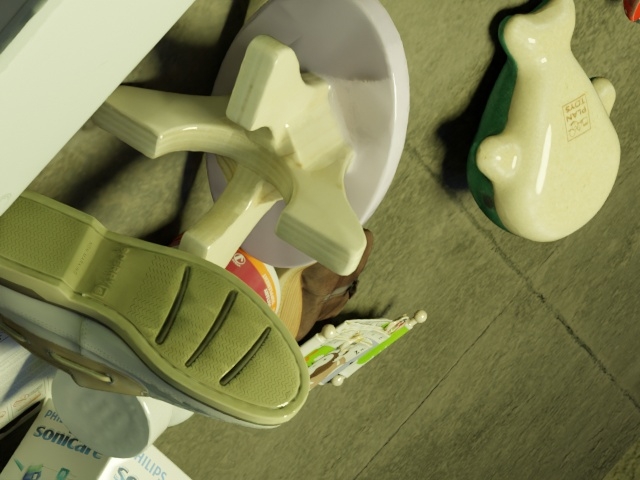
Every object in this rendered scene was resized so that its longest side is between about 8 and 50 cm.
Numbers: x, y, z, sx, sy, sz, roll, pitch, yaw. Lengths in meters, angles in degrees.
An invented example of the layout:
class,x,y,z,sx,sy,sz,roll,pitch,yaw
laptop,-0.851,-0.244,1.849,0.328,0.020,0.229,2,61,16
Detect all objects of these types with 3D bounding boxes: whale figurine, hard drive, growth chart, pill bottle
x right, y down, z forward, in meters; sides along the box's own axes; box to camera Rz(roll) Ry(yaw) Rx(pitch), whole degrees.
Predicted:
class,x,y,z,sx,sy,sz,roll,pitch,yaw
whale figurine,0.229,-0.135,1.711,0.216,0.141,0.272,-30,123,-31
hard drive,-0.187,-0.120,1.059,0.307,0.040,0.203,-45,171,21
growth chart,0.006,0.136,1.779,0.172,0.021,0.237,-41,161,25
pill bottle,-0.135,0.088,1.382,0.221,0.121,0.121,-49,162,-48

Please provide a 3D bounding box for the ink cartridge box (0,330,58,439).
class,x,y,z,sx,sy,sz,roll,pitch,yaw
ink cartridge box,-0.288,0.119,1.372,0.181,0.056,0.225,-37,169,-21

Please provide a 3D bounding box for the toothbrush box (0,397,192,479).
class,x,y,z,sx,sy,sz,roll,pitch,yaw
toothbrush box,-0.228,0.330,1.432,0.216,0.126,0.296,49,63,-42

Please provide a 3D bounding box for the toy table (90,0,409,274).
class,x,y,z,sx,sy,sz,roll,pitch,yaw
toy table,-0.043,-0.070,1.278,0.161,0.252,0.274,-38,144,-52

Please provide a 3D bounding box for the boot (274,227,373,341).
class,x,y,z,sx,sy,sz,roll,pitch,yaw
boot,0.000,0.000,1.603,0.207,0.090,0.248,-21,142,-61

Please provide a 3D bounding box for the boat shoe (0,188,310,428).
class,x,y,z,sx,sy,sz,roll,pitch,yaw
boat shoe,-0.150,0.065,1.238,0.113,0.302,0.103,-56,175,-38

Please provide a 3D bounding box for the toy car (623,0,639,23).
class,x,y,z,sx,sy,sz,roll,pitch,yaw
toy car,0.434,-0.301,1.841,0.239,0.053,0.225,-41,152,-11
